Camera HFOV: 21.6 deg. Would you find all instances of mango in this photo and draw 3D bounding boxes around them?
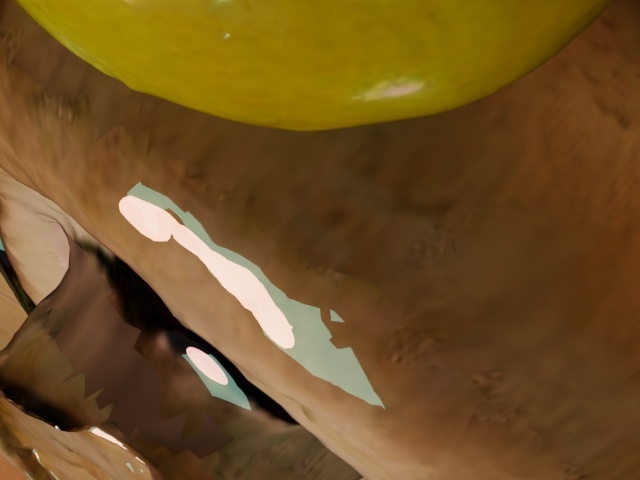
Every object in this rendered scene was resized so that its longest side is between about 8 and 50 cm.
[{"bbox_3d":[-0.029,-0.145,0.402,0.273,0.185,0.149,48,170,23],"label":"mango"}]

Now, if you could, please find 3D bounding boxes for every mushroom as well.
[{"bbox_3d":[0.000,0.000,0.607,0.352,0.260,0.352,37,162,14],"label":"mushroom"}]

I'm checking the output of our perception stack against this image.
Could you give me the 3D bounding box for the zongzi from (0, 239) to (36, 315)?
[{"bbox_3d":[-0.028,0.160,0.965,0.319,0.362,0.383,3,146,29],"label":"zongzi"}]
